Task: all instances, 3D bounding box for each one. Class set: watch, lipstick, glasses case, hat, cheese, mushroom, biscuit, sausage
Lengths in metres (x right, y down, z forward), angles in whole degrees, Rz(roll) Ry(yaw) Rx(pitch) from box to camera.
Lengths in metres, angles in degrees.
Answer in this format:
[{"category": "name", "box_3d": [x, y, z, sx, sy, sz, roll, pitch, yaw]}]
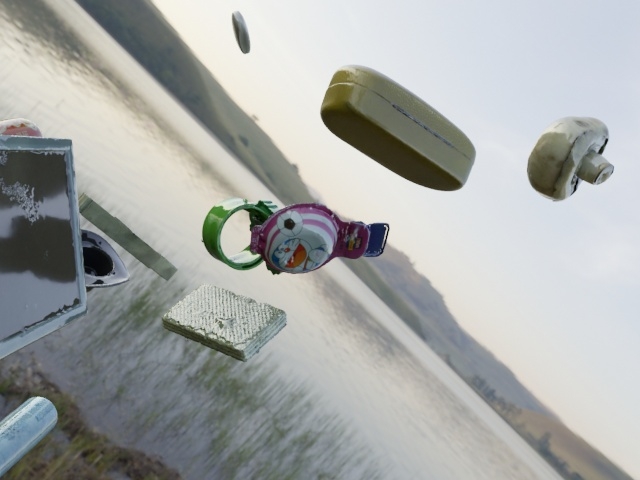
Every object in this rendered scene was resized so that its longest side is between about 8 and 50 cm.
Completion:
[{"category": "watch", "box_3d": [-0.143, 0.002, 1.378, 0.131, 0.152, 0.165, 23, -58, 50]}, {"category": "lipstick", "box_3d": [-0.348, 0.225, 0.780, 0.048, 0.048, 0.158, 44, 14, -3]}, {"category": "glasses case", "box_3d": [0.161, -0.236, 1.481, 0.371, 0.141, 0.173, 28, -14, -31]}, {"category": "hat", "box_3d": [-0.314, 0.040, 0.952, 0.121, 0.050, 0.121, 27, 26, -15]}, {"category": "cheese", "box_3d": [0.000, 0.000, 1.225, 0.244, 0.155, 0.062, 1, 38, -15]}, {"category": "mushroom", "box_3d": [0.404, -0.129, 1.136, 0.122, 0.154, 0.154, 36, -4, 29]}, {"category": "glasses case", "box_3d": [-0.115, -0.300, 1.029, 0.083, 0.021, 0.032, 89, -21, -75]}, {"category": "biscuit", "box_3d": [-0.167, 0.135, 1.217, 0.199, 0.121, 0.041, 15, -50, 33]}, {"category": "sausage", "box_3d": [-0.528, -0.147, 1.124, 0.083, 0.083, 0.264, 44, 25, -1]}]

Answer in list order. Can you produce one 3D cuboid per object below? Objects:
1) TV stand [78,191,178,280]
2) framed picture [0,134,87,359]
[{"category": "TV stand", "box_3d": [-0.365, 0.000, 1.356, 0.042, 0.036, 0.249, 31, -12, 50]}, {"category": "framed picture", "box_3d": [-0.307, 0.000, 0.722, 0.273, 0.016, 0.217, -47, 135, -82]}]
